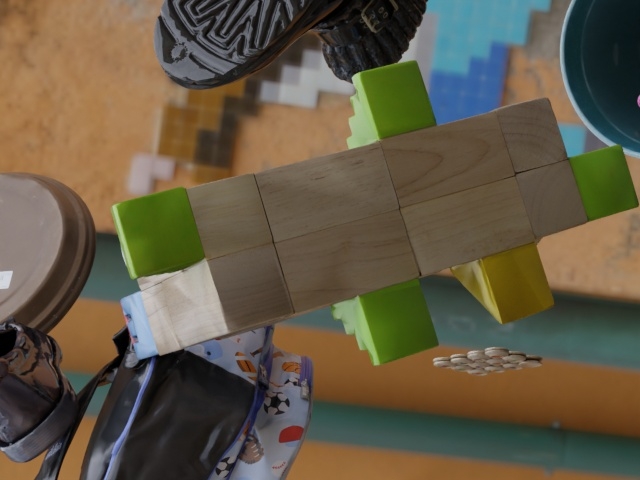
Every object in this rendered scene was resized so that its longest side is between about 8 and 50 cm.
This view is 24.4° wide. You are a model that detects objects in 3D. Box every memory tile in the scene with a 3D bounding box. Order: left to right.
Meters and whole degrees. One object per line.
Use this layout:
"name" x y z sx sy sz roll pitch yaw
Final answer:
"memory tile" 0.257 0.187 2.274 0.148 0.113 0.012 -18 64 48

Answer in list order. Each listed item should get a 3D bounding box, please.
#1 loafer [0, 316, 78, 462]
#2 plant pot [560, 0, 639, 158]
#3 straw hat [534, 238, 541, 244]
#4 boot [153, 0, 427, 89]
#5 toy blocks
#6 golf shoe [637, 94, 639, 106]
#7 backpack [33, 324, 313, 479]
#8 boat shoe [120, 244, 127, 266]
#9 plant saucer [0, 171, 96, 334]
"loafer" -0.305 0.116 1.397 0.109 0.095 0.302 -43 22 -10
"plant pot" 0.490 -0.248 1.924 0.255 0.271 0.272 -11 -65 -53
"straw hat" 0.221 -0.008 1.697 0.144 0.061 0.144 47 147 45
"boot" -0.016 -0.245 1.640 0.348 0.131 0.260 -43 -23 -11
"toy blocks" 0.000 0.000 1.101 0.261 0.381 0.191 -22 84 64
"golf shoe" 0.437 -0.052 1.637 0.115 0.140 0.306 -31 72 65
"backpack" -0.121 0.155 1.379 0.276 0.213 0.263 -57 18 25
"boat shoe" -0.180 0.048 1.891 0.227 0.079 0.081 52 -172 36
"plant saucer" -0.386 0.026 1.658 0.041 0.277 0.278 65 -159 -50
